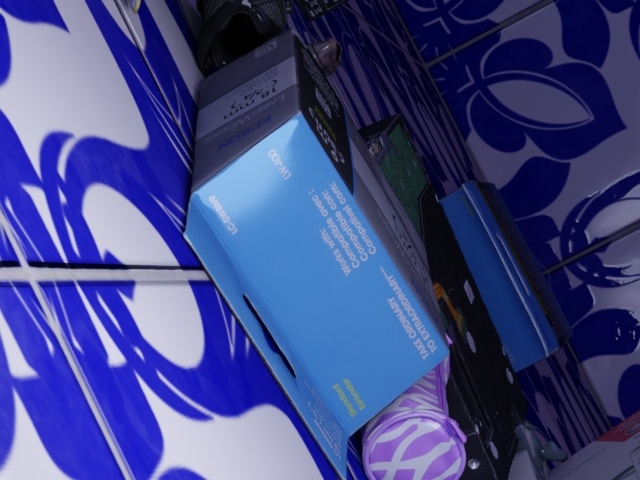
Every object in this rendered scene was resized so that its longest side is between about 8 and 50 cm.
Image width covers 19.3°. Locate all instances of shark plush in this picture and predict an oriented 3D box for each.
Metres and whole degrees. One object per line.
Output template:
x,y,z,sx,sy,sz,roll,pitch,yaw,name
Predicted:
0.231,0.241,2.201,0.161,0.073,0.067,62,39,-31,shark plush

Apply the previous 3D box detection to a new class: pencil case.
0.076,0.139,1.557,0.086,0.088,0.206,57,12,-18,pencil case

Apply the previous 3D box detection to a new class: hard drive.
0.099,0.062,1.815,0.339,0.064,0.237,66,17,-11,hard drive

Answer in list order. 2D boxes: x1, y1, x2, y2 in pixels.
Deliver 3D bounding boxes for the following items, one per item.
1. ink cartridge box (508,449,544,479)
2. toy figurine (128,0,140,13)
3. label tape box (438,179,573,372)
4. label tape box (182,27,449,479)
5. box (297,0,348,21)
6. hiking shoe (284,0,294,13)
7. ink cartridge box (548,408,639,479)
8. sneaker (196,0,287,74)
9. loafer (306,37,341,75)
0.224,0.301,1.973,0.099,0.056,0.135,58,10,-27,ink cartridge box
-0.133,-0.354,1.566,0.217,0.191,0.362,54,10,-17,toy figurine
0.227,0.053,2.527,0.249,0.115,0.348,63,12,4,label tape box
0.000,0.000,1.489,0.240,0.106,0.333,58,10,-21,label tape box
0.014,-0.480,2.487,0.307,0.242,0.076,57,11,-24,box
-0.067,-0.384,2.121,0.304,0.113,0.132,56,13,-65,hiking shoe
0.371,0.323,2.196,0.117,0.207,0.283,52,10,-11,ink cartridge box
-0.074,-0.185,1.712,0.227,0.087,0.130,113,-16,-74,sneaker
0.012,-0.238,2.406,0.045,0.039,0.125,62,10,2,loafer
